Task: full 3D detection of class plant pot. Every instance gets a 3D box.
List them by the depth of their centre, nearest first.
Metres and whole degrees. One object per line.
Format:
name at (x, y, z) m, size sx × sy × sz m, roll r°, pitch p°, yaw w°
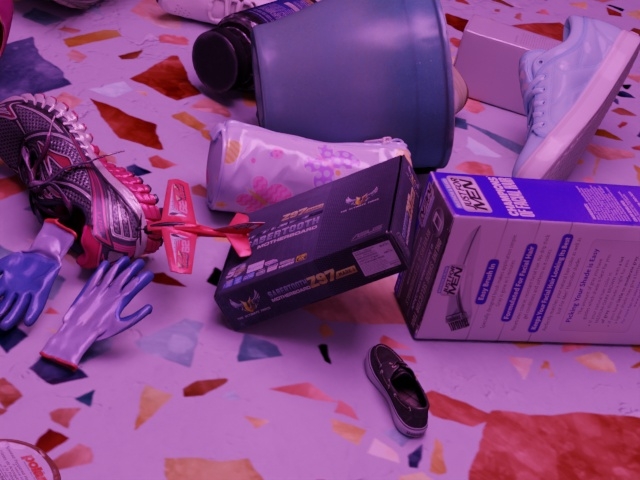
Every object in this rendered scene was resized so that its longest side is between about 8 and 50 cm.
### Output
plant pot at (0.035, -0.224, 1.860) m, size 0.255 × 0.272 × 0.272 m, roll -6°, pitch 36°, yaw -5°

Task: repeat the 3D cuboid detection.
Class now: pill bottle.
pill bottle at (-0.088, -0.296, 2.027) m, size 0.122 × 0.123 × 0.219 m, roll 33°, pitch 37°, yaw 26°

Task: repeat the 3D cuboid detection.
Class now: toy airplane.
toy airplane at (-0.141, -0.013, 1.555) m, size 0.151 × 0.028 × 0.151 m, roll 3°, pitch 48°, yaw -4°

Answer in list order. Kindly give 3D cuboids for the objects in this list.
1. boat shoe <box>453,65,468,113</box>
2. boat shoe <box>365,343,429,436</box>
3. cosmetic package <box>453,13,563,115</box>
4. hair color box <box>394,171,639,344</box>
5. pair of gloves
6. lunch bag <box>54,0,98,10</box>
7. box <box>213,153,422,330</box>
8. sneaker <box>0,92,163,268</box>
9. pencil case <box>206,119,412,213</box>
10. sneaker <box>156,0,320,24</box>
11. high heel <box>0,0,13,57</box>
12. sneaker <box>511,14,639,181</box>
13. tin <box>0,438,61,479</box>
boat shoe at (0.111, -0.294, 2.047) m, size 0.285 × 0.104 × 0.089 m, roll 44°, pitch 43°, yaw -3°
boat shoe at (0.091, 0.159, 1.495) m, size 0.049 × 0.040 × 0.142 m, roll -1°, pitch 36°, yaw -22°
cosmetic package at (0.334, -0.274, 2.165) m, size 0.231 × 0.117 × 0.085 m, roll 20°, pitch 33°, yaw 6°
hair color box at (0.280, 0.026, 1.636) m, size 0.338 × 0.185 × 0.110 m, roll 3°, pitch 35°, yaw -19°
pair of gloves at (-0.284, 0.058, 1.468) m, size 0.198 × 0.023 × 0.159 m, roll 23°, pitch 58°, yaw 19°
lunch bag at (-0.451, -0.498, 2.104) m, size 0.305 × 0.213 × 0.256 m, roll 23°, pitch 33°, yaw 14°
box at (0.000, 0.000, 1.564) m, size 0.232 × 0.059 × 0.183 m, roll -19°, pitch 26°, yaw 21°
sneaker at (-0.320, -0.078, 1.617) m, size 0.299 × 0.121 × 0.112 m, roll 37°, pitch 43°, yaw 29°
pencil case at (-0.016, -0.085, 1.741) m, size 0.273 × 0.124 × 0.113 m, roll 5°, pitch 35°, yaw -13°
sneaker at (-0.122, -0.395, 2.181) m, size 0.297 × 0.111 × 0.129 m, roll -3°, pitch 43°, yaw -23°
high heel at (-0.446, -0.257, 1.776) m, size 0.181 × 0.127 × 0.377 m, roll -14°, pitch 38°, yaw 25°
sneaker at (0.346, -0.204, 1.995) m, size 0.150 × 0.135 × 0.366 m, roll 27°, pitch 54°, yaw 15°
tin at (-0.329, 0.239, 1.221) m, size 0.189 × 0.040 × 0.106 m, roll -12°, pitch 46°, yaw -35°
